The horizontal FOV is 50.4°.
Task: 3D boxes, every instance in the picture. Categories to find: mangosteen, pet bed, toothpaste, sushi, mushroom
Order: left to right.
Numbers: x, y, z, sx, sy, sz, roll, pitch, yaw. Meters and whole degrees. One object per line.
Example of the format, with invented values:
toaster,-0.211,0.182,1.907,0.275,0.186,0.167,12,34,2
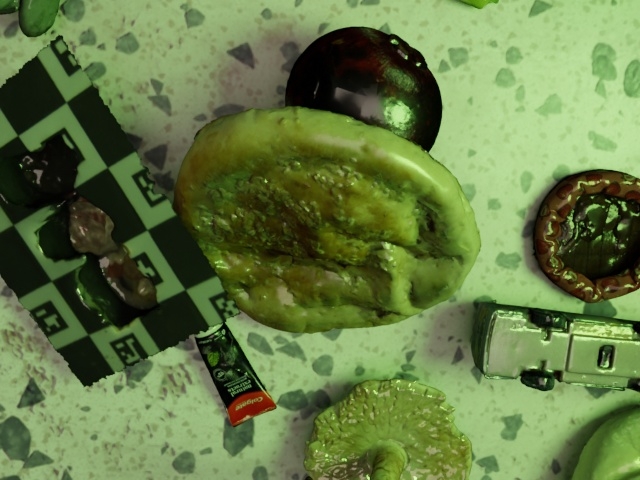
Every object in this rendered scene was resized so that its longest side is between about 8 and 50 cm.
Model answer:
sushi,-0.288,-0.028,0.875,0.296,0.100,0.373,-27,102,25
toothpaste,-0.129,0.173,0.955,0.071,0.045,0.194,-22,107,0
mangosteen,0.047,-0.158,0.834,0.209,0.210,0.210,-1,101,-5
mushroom,0.068,0.332,0.887,0.233,0.302,0.208,43,128,2
pet bed,0.396,-0.007,0.959,0.201,0.053,0.201,0,100,1

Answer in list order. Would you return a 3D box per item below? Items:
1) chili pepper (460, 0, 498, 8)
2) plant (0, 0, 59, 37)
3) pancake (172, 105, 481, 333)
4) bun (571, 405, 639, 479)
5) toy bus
chili pepper,0.145,-0.364,0.878,0.208,0.043,0.049,39,108,-10
plant,-0.296,-0.366,0.787,0.274,0.149,0.146,-44,100,7
pancake,-0.001,-0.001,0.831,0.386,0.082,0.387,7,138,7
bun,0.531,0.415,0.964,0.364,0.219,0.366,-2,100,-8
toy bus,0.364,0.146,0.945,0.316,0.138,0.113,9,94,-5
